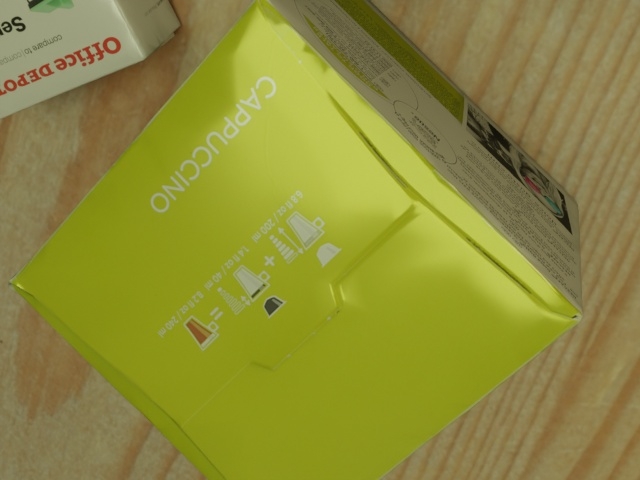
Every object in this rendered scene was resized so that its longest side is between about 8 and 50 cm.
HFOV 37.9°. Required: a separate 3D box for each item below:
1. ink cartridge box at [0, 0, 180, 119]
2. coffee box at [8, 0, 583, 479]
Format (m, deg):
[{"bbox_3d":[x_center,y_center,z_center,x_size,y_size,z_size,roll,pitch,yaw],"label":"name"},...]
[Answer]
[{"bbox_3d":[-0.302,-0.288,0.942,0.201,0.117,0.278,-17,115,19],"label":"ink cartridge box"},{"bbox_3d":[0.000,0.000,0.867,0.338,0.334,0.337,45,112,-2],"label":"coffee box"}]
